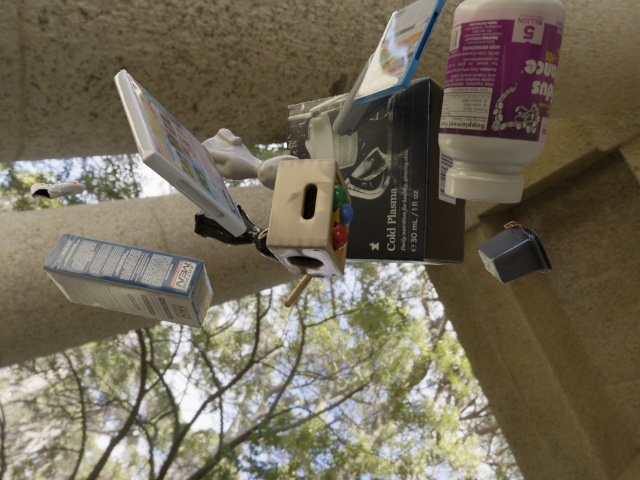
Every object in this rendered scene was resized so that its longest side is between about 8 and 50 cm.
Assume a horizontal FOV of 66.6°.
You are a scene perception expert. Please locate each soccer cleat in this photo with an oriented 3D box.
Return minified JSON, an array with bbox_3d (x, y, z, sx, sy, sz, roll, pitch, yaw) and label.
[{"bbox_3d":[-0.448,-0.084,0.831,0.036,0.083,0.029,-115,-150,-49],"label":"soccer cleat"}]

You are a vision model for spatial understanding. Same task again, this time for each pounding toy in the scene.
[{"bbox_3d":[0.000,0.011,0.717,0.094,0.206,0.181,1,-111,15],"label":"pounding toy"}]

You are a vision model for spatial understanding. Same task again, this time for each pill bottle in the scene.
[{"bbox_3d":[0.283,-0.218,0.788,0.169,0.169,0.302,18,-70,47],"label":"pill bottle"}]

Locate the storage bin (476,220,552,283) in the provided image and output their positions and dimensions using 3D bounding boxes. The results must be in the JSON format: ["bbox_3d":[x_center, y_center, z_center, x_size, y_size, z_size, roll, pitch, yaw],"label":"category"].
[{"bbox_3d":[0.364,0.022,0.942,0.098,0.091,0.135,63,6,-12],"label":"storage bin"}]

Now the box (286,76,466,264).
[{"bbox_3d":[0.159,-0.172,1.455,0.471,0.297,0.480,-1,-94,37],"label":"box"}]

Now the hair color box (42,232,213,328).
[{"bbox_3d":[-0.448,0.099,1.171,0.174,0.347,0.105,96,7,-57],"label":"hair color box"}]

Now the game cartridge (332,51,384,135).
[{"bbox_3d":[0.138,-0.363,1.108,0.062,0.297,0.198,33,-52,6],"label":"game cartridge"}]

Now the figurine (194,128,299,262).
[{"bbox_3d":[-0.126,-0.077,0.889,0.209,0.092,0.215,21,-61,28],"label":"figurine"}]

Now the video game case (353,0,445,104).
[{"bbox_3d":[0.117,-0.285,0.722,0.119,0.015,0.166,6,-110,60],"label":"video game case"}]

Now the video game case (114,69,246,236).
[{"bbox_3d":[-0.147,-0.090,0.513,0.019,0.143,0.157,-37,-128,6],"label":"video game case"}]
